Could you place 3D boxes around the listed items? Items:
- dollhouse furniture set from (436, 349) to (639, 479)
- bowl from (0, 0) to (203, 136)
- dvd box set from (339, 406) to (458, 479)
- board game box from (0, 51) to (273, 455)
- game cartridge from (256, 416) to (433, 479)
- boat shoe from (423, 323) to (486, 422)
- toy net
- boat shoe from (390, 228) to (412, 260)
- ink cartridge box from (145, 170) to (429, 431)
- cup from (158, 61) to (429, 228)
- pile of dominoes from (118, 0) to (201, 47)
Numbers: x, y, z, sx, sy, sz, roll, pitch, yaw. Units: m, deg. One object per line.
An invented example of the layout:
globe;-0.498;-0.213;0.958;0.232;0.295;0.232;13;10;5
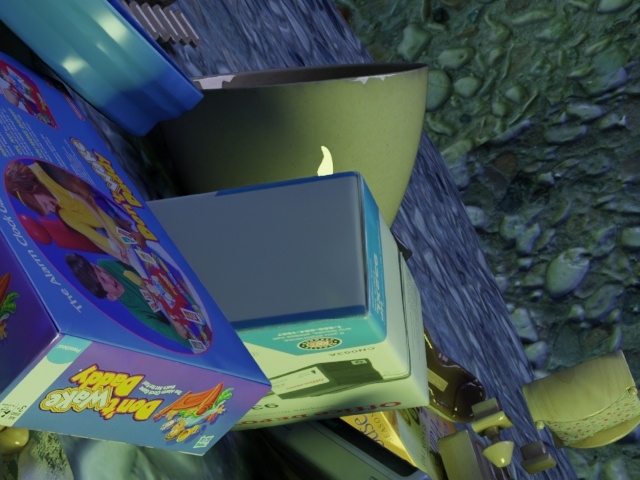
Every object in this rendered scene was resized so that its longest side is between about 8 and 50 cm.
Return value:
dollhouse furniture set;0.362;0.302;1.736;0.303;0.356;0.173;46;25;-59
bowl;-0.267;-0.247;1.173;0.391;0.077;0.391;46;2;-2
dvd box set;0.082;0.204;1.806;0.420;0.062;0.307;58;14;-13
board game box;-0.207;-0.015;0.909;0.347;0.078;0.233;52;14;30
game cartridge;0.074;0.272;1.275;0.355;0.068;0.230;23;-30;57
boat shoe;0.107;0.156;1.732;0.257;0.095;0.095;47;-17;-23
toy net;-0.232;0.102;0.887;0.232;0.045;0.122;62;11;-5
boat shoe;0.062;-0.085;2.258;0.112;0.095;0.335;33;31;-64
ink cartridge box;-0.038;0.068;1.141;0.307;0.223;0.129;57;26;-66
cup;-0.028;-0.083;1.549;0.331;0.331;0.237;-50;136;-76
pile of dominoes;-0.267;-0.343;1.739;0.196;0.040;0.251;63;21;5
